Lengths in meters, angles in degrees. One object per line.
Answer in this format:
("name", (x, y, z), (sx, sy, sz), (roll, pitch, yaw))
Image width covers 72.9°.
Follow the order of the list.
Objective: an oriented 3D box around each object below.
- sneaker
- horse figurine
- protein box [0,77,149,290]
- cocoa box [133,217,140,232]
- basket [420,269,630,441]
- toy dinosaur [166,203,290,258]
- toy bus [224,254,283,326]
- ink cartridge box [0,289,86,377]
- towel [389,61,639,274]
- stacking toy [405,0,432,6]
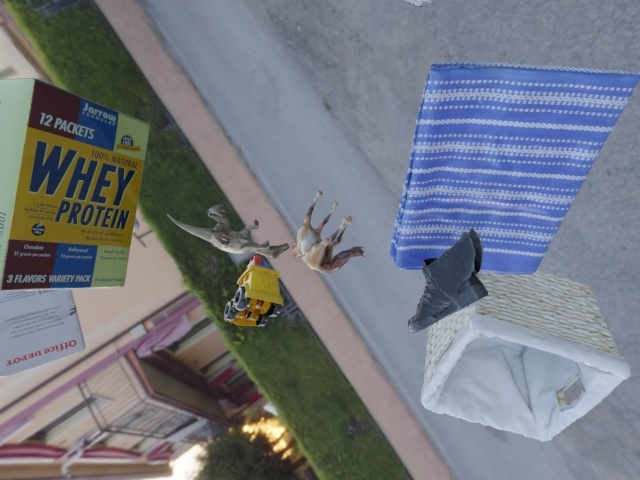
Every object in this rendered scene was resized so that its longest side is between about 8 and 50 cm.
("sneaker", (0.173, 0.063, 0.624), (0.170, 0.051, 0.089), (-43, 71, 43))
("horse figurine", (0.000, 0.000, 0.975), (0.066, 0.174, 0.263), (24, -166, -30))
("protein box", (-0.330, -0.061, 0.493), (0.201, 0.200, 0.136), (9, 180, 27))
("cocoa box", (-0.605, -0.115, 0.939), (0.347, 0.231, 0.228), (53, -176, 30))
("basket", (0.443, 0.250, 1.032), (0.331, 0.266, 0.328), (15, 131, 1))
("toy dinosaur", (-0.132, -0.005, 0.582), (0.183, 0.053, 0.092), (17, 156, -4))
("toy bus", (-0.232, 0.170, 1.489), (0.220, 0.149, 0.211), (-44, 40, 44))
("ink cartridge box", (-0.749, 0.182, 1.107), (0.114, 0.198, 0.273), (-12, 92, 46))
("towel", (0.236, -0.071, 0.600), (0.040, 0.243, 0.336), (-84, -4, -46))
("stacking toy", (0.099, -0.472, 0.638), (0.052, 0.221, 0.167), (-128, 53, -67))
